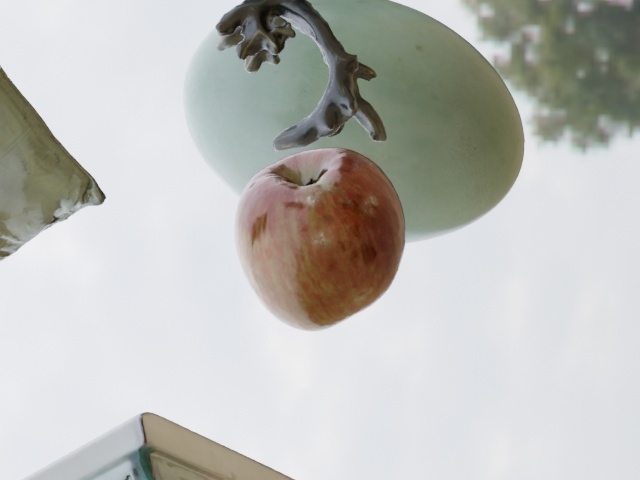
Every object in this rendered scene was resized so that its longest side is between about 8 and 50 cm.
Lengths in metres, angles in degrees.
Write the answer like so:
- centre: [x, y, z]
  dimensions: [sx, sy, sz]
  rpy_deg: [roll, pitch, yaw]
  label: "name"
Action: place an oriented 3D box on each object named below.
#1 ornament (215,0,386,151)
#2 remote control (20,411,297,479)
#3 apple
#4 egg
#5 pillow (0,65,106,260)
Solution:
- centre: [0.035, -0.161, 0.984]
  dimensions: [0.080, 0.202, 0.236]
  rpy_deg: [157, 117, -89]
  label: "ornament"
- centre: [-0.030, 0.146, 0.735]
  dimensions: [0.277, 0.103, 0.055]
  rpy_deg: [35, -150, -54]
  label: "remote control"
- centre: [0.000, 0.000, 1.497]
  dimensions: [0.146, 0.146, 0.131]
  rpy_deg: [-52, -50, -56]
  label: "apple"
- centre: [0.038, -0.136, 2.047]
  dimensions: [0.276, 0.389, 0.276]
  rpy_deg: [-163, 90, -89]
  label: "egg"
- centre: [-0.325, -0.032, 1.437]
  dimensions: [0.185, 0.302, 0.075]
  rpy_deg: [51, -150, -10]
  label: "pillow"
